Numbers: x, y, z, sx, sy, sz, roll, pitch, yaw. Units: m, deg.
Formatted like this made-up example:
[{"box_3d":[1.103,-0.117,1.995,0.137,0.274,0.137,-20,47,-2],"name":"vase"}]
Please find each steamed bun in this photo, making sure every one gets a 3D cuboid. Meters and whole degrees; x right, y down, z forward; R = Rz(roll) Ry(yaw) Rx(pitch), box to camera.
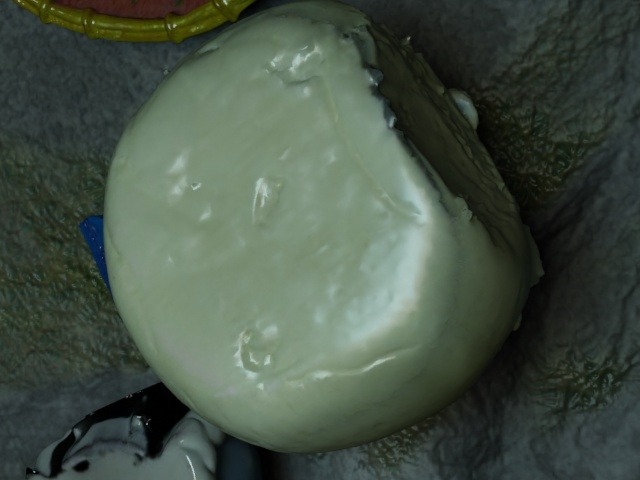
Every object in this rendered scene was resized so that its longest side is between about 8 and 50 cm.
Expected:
[{"box_3d":[0.000,0.000,1.450,0.312,0.233,0.334,-27,72,23],"name":"steamed bun"}]

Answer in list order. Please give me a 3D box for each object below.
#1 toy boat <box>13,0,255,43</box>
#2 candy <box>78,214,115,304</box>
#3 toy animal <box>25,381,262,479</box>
[{"box_3d":[-0.171,-0.242,1.592,0.318,0.099,0.141,8,97,20],"name":"toy boat"},{"box_3d":[-0.143,-0.013,1.615,0.136,0.038,0.088,-32,65,13],"name":"candy"},{"box_3d":[-0.126,0.222,1.546,0.208,0.156,0.204,-17,87,39],"name":"toy animal"}]
